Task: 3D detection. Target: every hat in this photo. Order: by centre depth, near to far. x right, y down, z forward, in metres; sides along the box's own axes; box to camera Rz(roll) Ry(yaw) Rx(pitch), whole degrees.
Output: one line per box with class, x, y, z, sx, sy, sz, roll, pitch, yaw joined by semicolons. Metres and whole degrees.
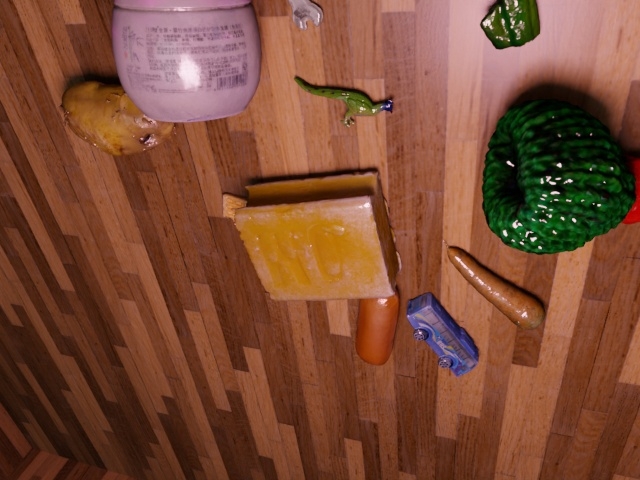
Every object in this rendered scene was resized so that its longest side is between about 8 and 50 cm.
hat;0.468;-0.103;0.921;0.331;0.275;0.242;7;164;-10

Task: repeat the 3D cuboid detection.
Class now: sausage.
sausage;0.148;0.223;1.386;0.105;0.105;0.275;13;129;14

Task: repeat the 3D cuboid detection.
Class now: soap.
soap;0.000;0.000;1.240;0.334;0.156;0.294;-3;124;19

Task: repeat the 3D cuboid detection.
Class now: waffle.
waffle;-0.189;-0.069;1.358;0.134;0.021;0.092;15;129;12

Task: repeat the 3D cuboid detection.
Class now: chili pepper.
chili pepper;0.280;-0.429;0.857;0.099;0.083;0.253;-22;119;35

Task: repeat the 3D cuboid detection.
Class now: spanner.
spanner;-0.092;-0.529;0.976;0.071;0.017;0.302;-19;116;33

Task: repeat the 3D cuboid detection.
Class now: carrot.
carrot;0.388;0.098;1.220;0.298;0.078;0.078;39;130;0

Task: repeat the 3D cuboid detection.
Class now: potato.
potato;-0.478;-0.285;1.240;0.300;0.140;0.173;10;124;21

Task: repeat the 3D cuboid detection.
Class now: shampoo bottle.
shampoo bottle;-0.248;-0.375;0.991;0.272;0.273;0.267;10;118;16

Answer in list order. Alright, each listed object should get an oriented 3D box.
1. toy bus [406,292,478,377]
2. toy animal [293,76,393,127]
toy bus;0.312;0.243;1.345;0.094;0.079;0.236;-31;109;35
toy animal;0.042;-0.279;1.094;0.216;0.041;0.075;18;128;14
